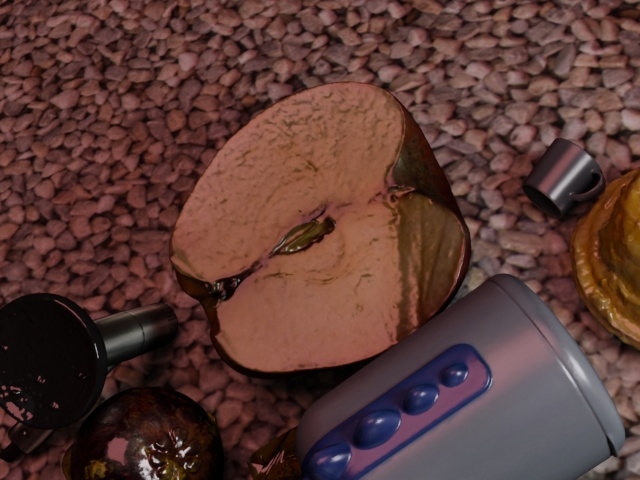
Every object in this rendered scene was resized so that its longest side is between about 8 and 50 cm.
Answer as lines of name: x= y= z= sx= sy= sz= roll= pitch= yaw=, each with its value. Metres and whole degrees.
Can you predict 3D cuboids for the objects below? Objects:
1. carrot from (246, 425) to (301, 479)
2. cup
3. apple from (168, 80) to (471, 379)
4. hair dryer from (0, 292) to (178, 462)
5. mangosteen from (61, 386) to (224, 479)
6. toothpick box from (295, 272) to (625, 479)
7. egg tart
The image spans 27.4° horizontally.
carrot: x=0.014 y=0.236 z=1.593 sx=0.229 sy=0.069 sz=0.069 roll=-28 pitch=52 yaw=3
cup: x=0.314 y=-0.074 z=1.678 sx=0.077 sy=0.078 sz=0.100 roll=-49 pitch=39 yaw=-9
apple: x=0.000 y=0.000 z=1.628 sx=0.365 sy=0.295 sz=0.329 roll=-33 pitch=25 yaw=1
hair dryer: x=-0.315 y=0.200 z=1.646 sx=0.156 sy=0.320 sz=0.284 roll=32 pitch=95 yaw=14
mangosteen: x=-0.226 y=0.275 z=1.602 sx=0.217 sy=0.192 sz=0.192 roll=-19 pitch=45 yaw=49
toothpick box: x=0.124 y=0.217 z=1.439 sx=0.355 sy=0.263 sz=0.263 roll=-34 pitch=52 yaw=-2
egg tart: x=0.448 y=-0.003 z=1.548 sx=0.319 sy=0.128 sz=0.319 roll=-9 pitch=57 yaw=15
